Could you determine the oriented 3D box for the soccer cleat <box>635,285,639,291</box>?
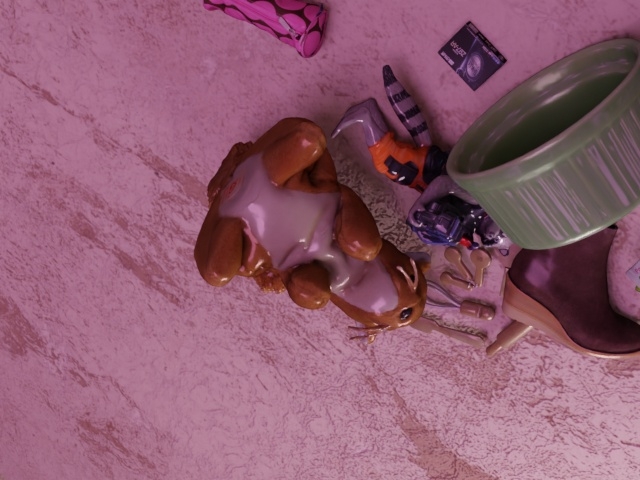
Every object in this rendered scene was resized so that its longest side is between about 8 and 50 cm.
[{"bbox_3d":[0.550,0.128,1.542,0.072,0.060,0.179,-27,96,47],"label":"soccer cleat"}]

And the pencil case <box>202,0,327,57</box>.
[{"bbox_3d":[-0.091,-0.366,1.585,0.209,0.098,0.095,27,127,14],"label":"pencil case"}]

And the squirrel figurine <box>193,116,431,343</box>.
[{"bbox_3d":[0.000,0.000,1.653,0.370,0.397,0.281,32,90,-22],"label":"squirrel figurine"}]

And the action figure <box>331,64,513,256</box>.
[{"bbox_3d":[0.175,-0.098,1.513,0.330,0.341,0.179,38,91,-4],"label":"action figure"}]

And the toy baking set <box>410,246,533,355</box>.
[{"bbox_3d":[0.262,0.106,1.701,0.196,0.030,0.256,40,134,5],"label":"toy baking set"}]

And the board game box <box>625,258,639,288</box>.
[{"bbox_3d":[0.596,0.086,1.371,0.303,0.097,0.224,50,151,14],"label":"board game box"}]

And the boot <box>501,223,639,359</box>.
[{"bbox_3d":[0.414,0.067,1.538,0.248,0.090,0.207,18,125,2],"label":"boot"}]

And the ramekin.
[{"bbox_3d":[0.336,-0.124,1.365,0.303,0.303,0.148,-26,110,37],"label":"ramekin"}]

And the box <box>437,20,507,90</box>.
[{"bbox_3d":[0.227,-0.276,1.509,0.083,0.018,0.067,47,128,-2],"label":"box"}]
